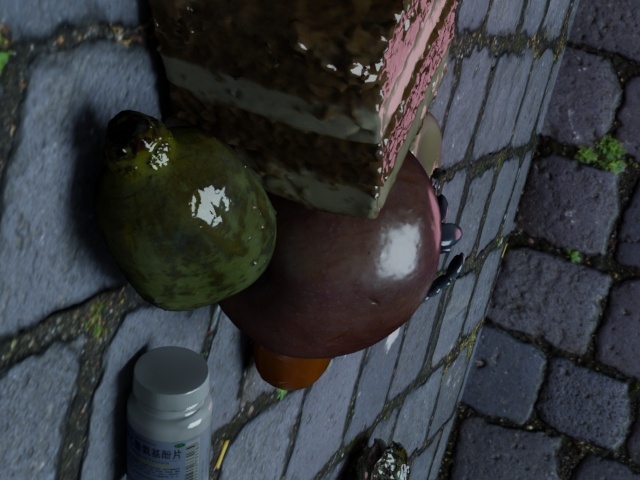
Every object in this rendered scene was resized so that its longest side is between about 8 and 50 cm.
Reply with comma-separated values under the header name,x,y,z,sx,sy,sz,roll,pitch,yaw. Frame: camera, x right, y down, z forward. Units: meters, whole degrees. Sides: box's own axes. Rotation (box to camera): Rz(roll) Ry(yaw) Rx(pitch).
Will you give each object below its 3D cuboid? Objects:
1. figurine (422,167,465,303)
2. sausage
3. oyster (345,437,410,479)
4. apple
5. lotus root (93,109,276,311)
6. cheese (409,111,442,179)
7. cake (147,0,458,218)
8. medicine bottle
name,x,y,z,sx,sy,sz,roll,pitch,yaw
figurine,0.096,0.014,1.803,0.175,0.265,0.197,-14,90,-51
sausage,-0.037,0.112,1.751,0.133,0.133,0.258,-52,156,-46
oyster,0.092,0.556,2.618,0.351,0.158,0.162,-43,106,-43
apple,0.000,0.000,1.504,0.235,0.305,0.306,-8,120,-38
lotus root,-0.144,-0.025,1.245,0.173,0.173,0.309,-66,160,-15
cheese,0.128,-0.138,2.054,0.286,0.082,0.163,-30,124,-63
cake,-0.007,-0.214,1.301,0.290,0.255,0.282,88,25,-59
medicine bottle,-0.181,0.226,1.462,0.103,0.102,0.187,-49,153,-50
